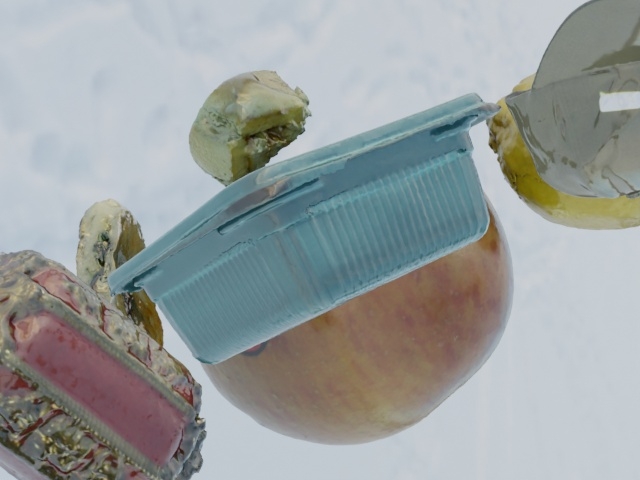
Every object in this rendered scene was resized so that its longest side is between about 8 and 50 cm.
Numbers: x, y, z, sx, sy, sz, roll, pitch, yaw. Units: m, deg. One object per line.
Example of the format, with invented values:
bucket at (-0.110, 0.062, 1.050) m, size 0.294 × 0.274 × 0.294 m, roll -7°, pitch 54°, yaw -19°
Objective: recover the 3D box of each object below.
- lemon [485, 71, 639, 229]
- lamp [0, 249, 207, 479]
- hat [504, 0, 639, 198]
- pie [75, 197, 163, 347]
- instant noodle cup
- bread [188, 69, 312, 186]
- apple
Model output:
lemon at (0.319, -0.112, 1.878) m, size 0.204 × 0.260 × 0.204 m, roll 15°, pitch 90°, yaw -79°
lamp at (-0.224, 0.128, 1.398) m, size 0.274 × 0.177 × 0.177 m, roll 42°, pitch 33°, yaw -26°
hat at (0.240, -0.110, 1.157) m, size 0.173 × 0.166 × 0.144 m, roll 156°, pitch -85°, yaw -77°
pie at (-0.203, 0.070, 1.646) m, size 0.185 × 0.052 × 0.218 m, roll 73°, pitch 8°, yaw -50°
instant noodle cup at (0.000, 0.000, 0.805) m, size 0.179 × 0.157 × 0.070 m, roll -24°, pitch 86°, yaw -40°
bread at (-0.089, -0.150, 1.909) m, size 0.156 × 0.103 × 0.110 m, roll -53°, pitch 156°, yaw -12°
apple at (0.035, 0.067, 1.939) m, size 0.400 × 0.400 × 0.333 m, roll -54°, pitch 130°, yaw -72°
